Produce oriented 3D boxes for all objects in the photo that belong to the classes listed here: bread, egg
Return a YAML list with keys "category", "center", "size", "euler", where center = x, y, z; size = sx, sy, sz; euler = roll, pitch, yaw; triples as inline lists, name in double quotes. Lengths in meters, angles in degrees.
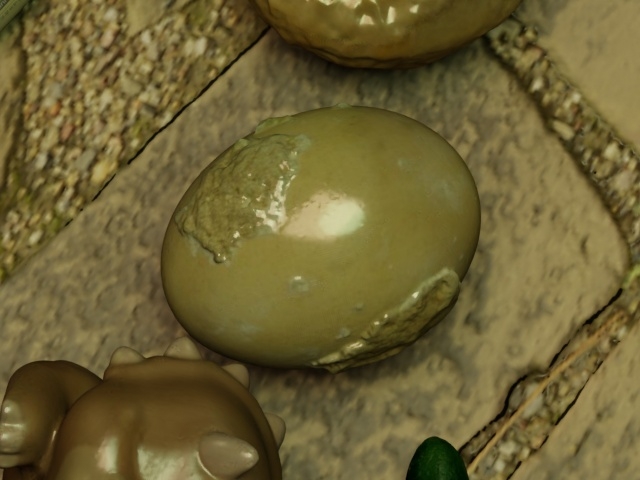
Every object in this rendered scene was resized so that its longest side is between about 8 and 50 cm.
- category: "bread"
  center: [0.049, -0.222, 1.309]
  size: [0.244, 0.134, 0.244]
  euler: [-1, 74, 2]
- category: "egg"
  center: [0.001, 0.002, 1.219]
  size: [0.201, 0.164, 0.164]
  euler: [-19, 71, -1]

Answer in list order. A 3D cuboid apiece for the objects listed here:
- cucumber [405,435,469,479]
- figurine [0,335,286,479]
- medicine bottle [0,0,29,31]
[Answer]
- category: "cucumber"
  center: [0.070, 0.255, 1.183]
  size: [0.056, 0.056, 0.284]
  euler: [0, 72, 4]
- category: "figurine"
  center: [-0.102, 0.147, 1.147]
  size: [0.173, 0.247, 0.177]
  euler: [9, 73, -5]
- category: "medicine bottle"
  center: [-0.258, -0.135, 1.338]
  size: [0.059, 0.059, 0.231]
  euler: [37, 78, 15]
